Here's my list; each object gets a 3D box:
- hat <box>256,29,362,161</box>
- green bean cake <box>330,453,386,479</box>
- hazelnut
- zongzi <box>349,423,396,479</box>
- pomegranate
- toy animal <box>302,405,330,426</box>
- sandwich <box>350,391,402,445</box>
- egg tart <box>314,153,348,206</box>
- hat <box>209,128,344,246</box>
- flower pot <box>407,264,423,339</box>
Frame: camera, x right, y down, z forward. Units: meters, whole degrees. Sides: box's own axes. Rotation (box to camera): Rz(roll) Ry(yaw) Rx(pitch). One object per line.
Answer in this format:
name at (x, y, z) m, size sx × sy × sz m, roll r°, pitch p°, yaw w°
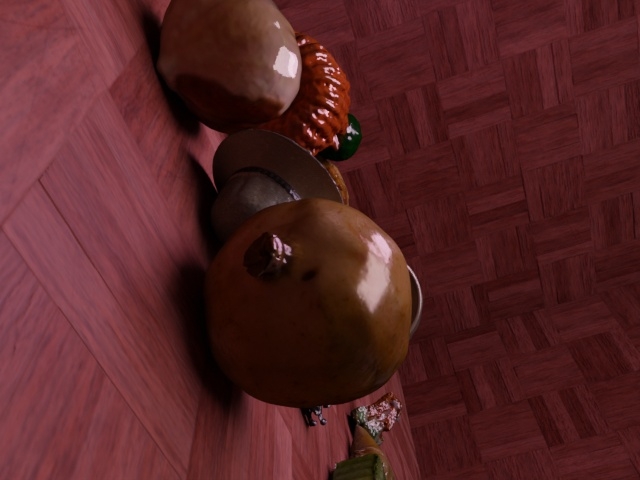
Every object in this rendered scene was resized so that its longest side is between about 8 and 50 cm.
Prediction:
hat at (-0.017, -0.326, 1.461) m, size 0.400 × 0.285 × 0.285 m, roll -6°, pitch 78°, yaw -60°
green bean cake at (0.090, 0.553, 1.236) m, size 0.214 × 0.113 × 0.200 m, roll -40°, pitch 116°, yaw -81°
hazelnut at (-0.157, -0.297, 1.037) m, size 0.261 × 0.241 × 0.261 m, roll 50°, pitch -30°, yaw 43°
zongzi at (0.131, 0.581, 1.568) m, size 0.197 × 0.099 × 0.194 m, roll -106°, pitch 177°, yaw -73°
pomegranate at (-0.012, 0.093, 0.857) m, size 0.307 × 0.307 × 0.307 m, roll -17°, pitch 90°, yaw -82°
toy animal at (-0.009, 0.322, 1.282) m, size 0.065 × 0.047 × 0.136 m, roll 63°, pitch 15°, yaw -11°
sandwich at (0.167, 0.501, 1.752) m, size 0.109 × 0.160 × 0.185 m, roll 56°, pitch -8°, yaw 24°
egg tart at (-0.057, -0.144, 1.548) m, size 0.290 × 0.115 × 0.290 m, roll 35°, pitch 29°, yaw -22°
hat at (-0.101, -0.038, 1.003) m, size 0.130 × 0.257 × 0.257 m, roll -51°, pitch 132°, yaw -40°
flower pot at (0.126, 0.182, 1.774) m, size 0.244 × 0.307 × 0.307 m, roll 107°, pitch -31°, yaw -75°
